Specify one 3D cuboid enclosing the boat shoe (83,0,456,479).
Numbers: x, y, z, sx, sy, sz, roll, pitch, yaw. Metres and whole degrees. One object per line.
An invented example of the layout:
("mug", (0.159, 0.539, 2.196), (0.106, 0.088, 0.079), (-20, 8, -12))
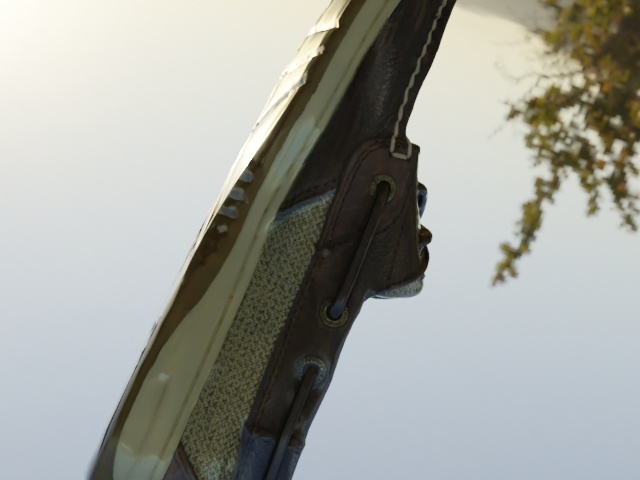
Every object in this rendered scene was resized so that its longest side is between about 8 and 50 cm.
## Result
("boat shoe", (0.000, 0.001, 0.398), (0.073, 0.223, 0.080), (29, 171, -9))
